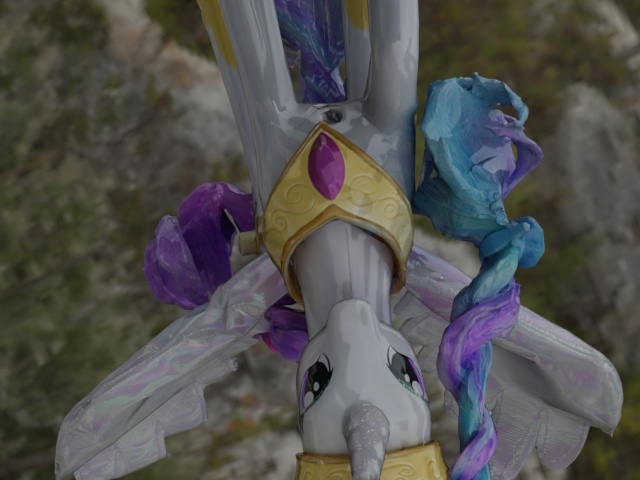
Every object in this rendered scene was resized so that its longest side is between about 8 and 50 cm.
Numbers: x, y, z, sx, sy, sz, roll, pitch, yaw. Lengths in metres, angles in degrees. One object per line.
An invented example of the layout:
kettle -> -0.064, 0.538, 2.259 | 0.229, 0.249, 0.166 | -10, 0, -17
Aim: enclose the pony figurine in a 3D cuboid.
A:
pony figurine -> 0.000, 0.000, 0.925 | 0.351, 0.302, 0.364 | 93, -10, -74
